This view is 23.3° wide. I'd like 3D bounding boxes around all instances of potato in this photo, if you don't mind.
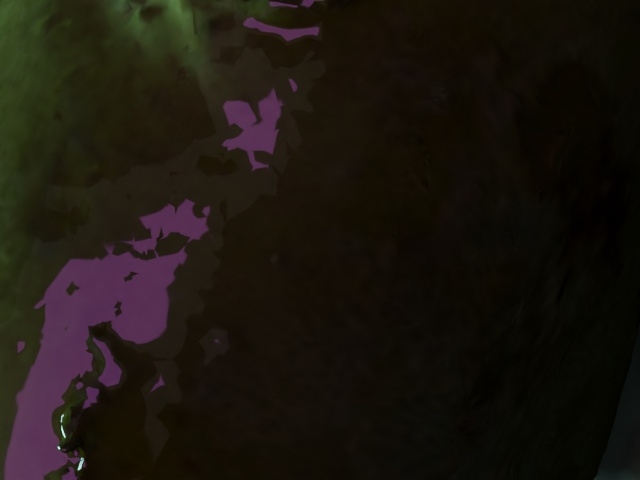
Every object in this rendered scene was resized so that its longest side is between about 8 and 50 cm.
[{"bbox_3d":[-0.010,-0.004,0.480,0.219,0.270,0.359,32,118,34],"label":"potato"}]
